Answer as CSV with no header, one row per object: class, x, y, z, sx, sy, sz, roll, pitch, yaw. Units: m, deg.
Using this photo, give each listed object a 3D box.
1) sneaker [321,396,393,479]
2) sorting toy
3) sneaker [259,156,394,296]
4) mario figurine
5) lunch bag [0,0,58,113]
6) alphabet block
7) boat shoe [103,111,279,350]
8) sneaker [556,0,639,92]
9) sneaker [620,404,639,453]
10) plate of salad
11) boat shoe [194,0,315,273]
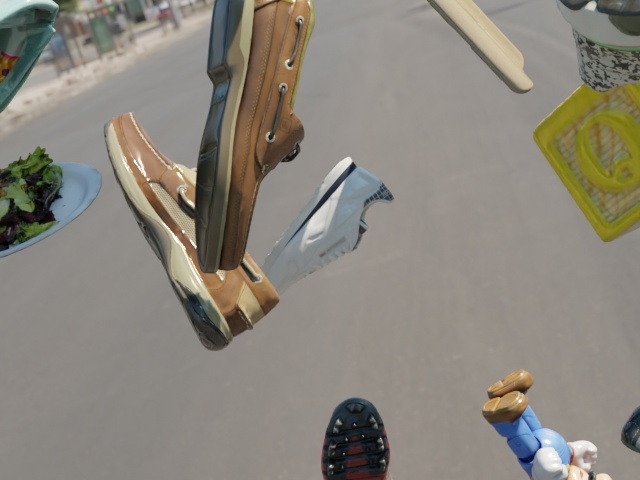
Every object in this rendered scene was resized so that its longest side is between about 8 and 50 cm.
sneaker,0.054,0.333,1.560,0.097,0.276,0.135,-6,23,3
sorting toy,0.168,-0.322,1.465,0.041,0.307,0.229,-42,7,18
sneaker,0.000,0.000,1.500,0.235,0.095,0.090,-52,0,9
mario figurine,0.413,0.368,1.831,0.198,0.320,0.170,-40,13,-29
lunch bag,-0.350,-0.159,0.794,0.262,0.223,0.160,-42,-13,-4
alphabet block,0.442,-0.140,1.444,0.197,0.192,0.193,-19,-20,-38
boat shoe,-0.155,-0.022,1.317,0.120,0.324,0.122,-28,-19,-9
sneaker,0.382,-0.194,0.857,0.410,0.158,0.182,-2,-27,9
sneaker,0.329,0.219,0.898,0.108,0.271,0.100,-35,21,-6
plate of salad,-0.303,-0.034,1.016,0.200,0.048,0.200,-12,28,7
boat shoe,-0.065,-0.113,1.122,0.104,0.307,0.111,5,9,-20
